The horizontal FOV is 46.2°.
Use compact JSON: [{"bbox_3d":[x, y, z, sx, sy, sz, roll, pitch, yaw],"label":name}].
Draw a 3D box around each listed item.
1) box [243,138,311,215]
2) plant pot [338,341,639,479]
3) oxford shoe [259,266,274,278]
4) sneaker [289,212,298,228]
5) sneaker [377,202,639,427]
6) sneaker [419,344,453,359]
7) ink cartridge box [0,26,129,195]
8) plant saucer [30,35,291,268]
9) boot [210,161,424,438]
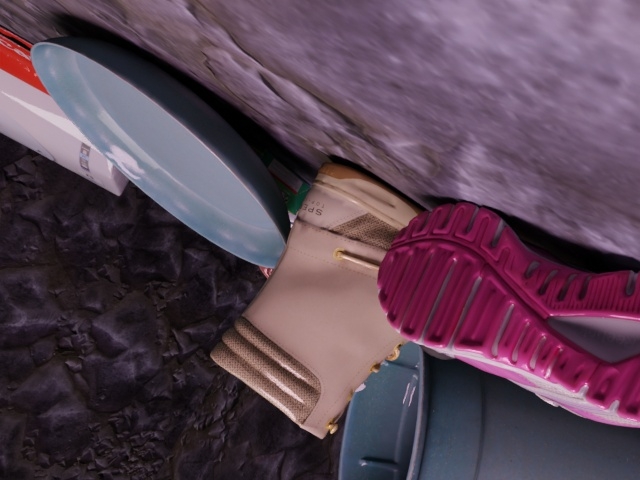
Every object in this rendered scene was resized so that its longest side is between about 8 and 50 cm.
[{"bbox_3d":[-0.107,-0.092,0.842,0.179,0.043,0.105,24,173,33],"label":"box"},{"bbox_3d":[0.229,0.286,1.009,0.334,0.341,0.341,14,178,-10],"label":"plant pot"},{"bbox_3d":[0.024,0.102,1.626,0.397,0.140,0.146,34,-177,-19],"label":"oxford shoe"},{"bbox_3d":[0.016,0.028,1.076,0.258,0.091,0.094,30,176,-4],"label":"sneaker"},{"bbox_3d":[0.142,0.057,0.486,0.252,0.103,0.111,27,173,45],"label":"sneaker"},{"bbox_3d":[0.099,0.046,0.906,0.106,0.101,0.267,57,165,-25],"label":"sneaker"},{"bbox_3d":[-0.449,-0.213,1.176,0.308,0.091,0.385,29,169,-3],"label":"ink cartridge box"},{"bbox_3d":[-0.148,-0.088,0.750,0.318,0.043,0.317,34,162,12],"label":"plant saucer"},{"bbox_3d":[0.061,0.083,0.638,0.262,0.203,0.095,33,176,-19],"label":"boot"}]
